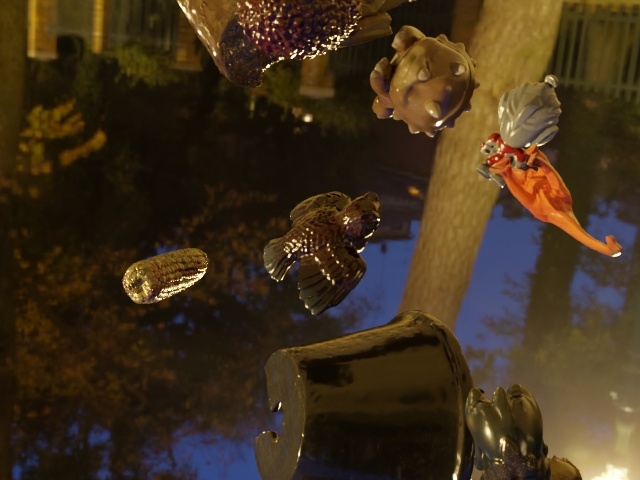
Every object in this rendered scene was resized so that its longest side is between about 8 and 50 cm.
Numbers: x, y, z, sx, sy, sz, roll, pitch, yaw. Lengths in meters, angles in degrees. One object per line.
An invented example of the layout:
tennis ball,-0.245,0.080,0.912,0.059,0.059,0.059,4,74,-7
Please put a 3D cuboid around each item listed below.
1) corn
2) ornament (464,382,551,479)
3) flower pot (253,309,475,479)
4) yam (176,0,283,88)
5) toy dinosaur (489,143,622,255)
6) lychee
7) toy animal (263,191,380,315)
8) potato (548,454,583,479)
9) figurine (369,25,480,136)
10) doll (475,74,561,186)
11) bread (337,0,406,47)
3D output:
corn,-0.297,0.065,1.771,0.086,0.086,0.253,9,-168,17
ornament,0.186,0.250,0.751,0.080,0.202,0.236,-12,-160,5
flower pot,0.050,0.288,1.402,0.251,0.379,0.379,9,-170,-23
yam,-0.128,-0.324,1.233,0.129,0.128,0.238,-6,-134,-29
toy dinosaur,0.245,-0.052,0.977,0.101,0.055,0.279,46,-170,-17
lychee,-0.019,-0.243,0.914,0.129,0.123,0.123,8,-169,-15
toy animal,0.006,-0.005,1.310,0.116,0.179,0.218,17,-137,-23
potato,0.413,0.449,1.530,0.101,0.172,0.089,-24,-142,-19
figurine,0.194,-0.276,1.619,0.173,0.177,0.247,35,167,9
doll,0.279,-0.156,1.259,0.094,0.180,0.079,40,-148,19
bread,0.042,-0.503,1.558,0.370,0.191,0.314,-28,-125,-27
